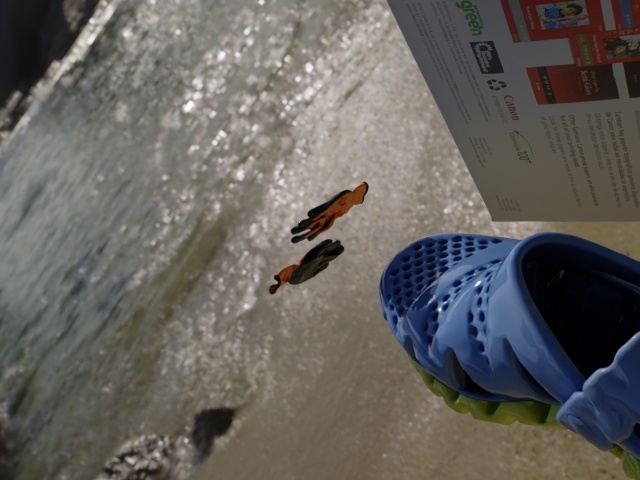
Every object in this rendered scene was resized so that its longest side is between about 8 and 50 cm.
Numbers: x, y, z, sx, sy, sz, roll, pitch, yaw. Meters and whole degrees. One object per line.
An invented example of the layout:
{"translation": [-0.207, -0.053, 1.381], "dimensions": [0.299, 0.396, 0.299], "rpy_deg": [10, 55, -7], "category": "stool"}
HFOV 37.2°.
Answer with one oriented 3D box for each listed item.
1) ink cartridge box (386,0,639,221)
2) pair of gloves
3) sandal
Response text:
{"translation": [0.222, -0.136, 0.654], "dimensions": [0.271, 0.309, 0.130], "rpy_deg": [1, 64, 24], "category": "ink cartridge box"}
{"translation": [0.000, 0.000, 0.658], "dimensions": [0.074, 0.010, 0.083], "rpy_deg": [-30, -28, -42], "category": "pair of gloves"}
{"translation": [0.135, 0.044, 0.505], "dimensions": [0.126, 0.138, 0.317], "rpy_deg": [-45, 32, -16], "category": "sandal"}
